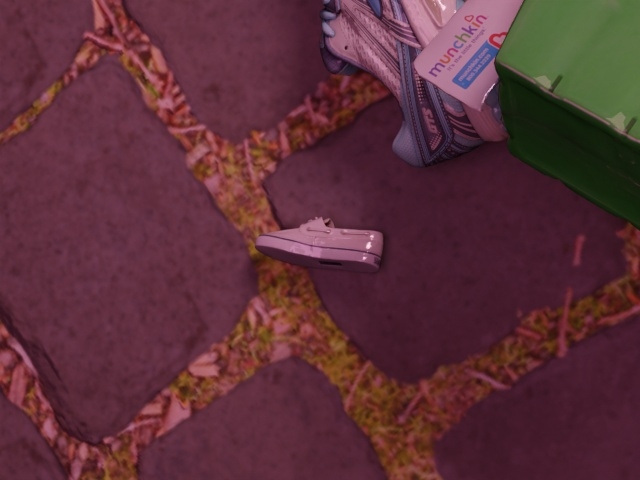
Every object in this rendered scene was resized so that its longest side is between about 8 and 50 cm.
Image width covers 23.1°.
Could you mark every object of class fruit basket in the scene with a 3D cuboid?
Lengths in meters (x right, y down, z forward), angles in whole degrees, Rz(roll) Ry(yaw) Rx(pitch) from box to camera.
[{"bbox_3d":[0.286,-0.147,0.955,0.327,0.165,0.353,33,66,26],"label":"fruit basket"}]

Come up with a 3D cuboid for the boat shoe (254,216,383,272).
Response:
[{"bbox_3d":[0.000,0.000,1.179,0.100,0.035,0.035,6,70,21],"label":"boat shoe"}]

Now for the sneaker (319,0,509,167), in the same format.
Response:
[{"bbox_3d":[0.036,-0.179,1.108,0.122,0.110,0.283,-31,85,22],"label":"sneaker"}]
